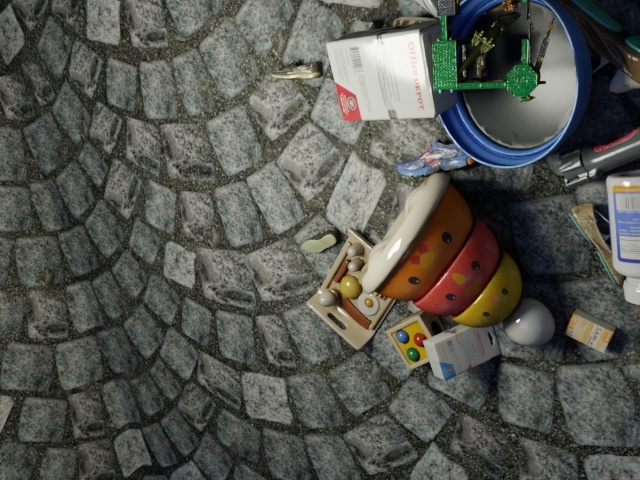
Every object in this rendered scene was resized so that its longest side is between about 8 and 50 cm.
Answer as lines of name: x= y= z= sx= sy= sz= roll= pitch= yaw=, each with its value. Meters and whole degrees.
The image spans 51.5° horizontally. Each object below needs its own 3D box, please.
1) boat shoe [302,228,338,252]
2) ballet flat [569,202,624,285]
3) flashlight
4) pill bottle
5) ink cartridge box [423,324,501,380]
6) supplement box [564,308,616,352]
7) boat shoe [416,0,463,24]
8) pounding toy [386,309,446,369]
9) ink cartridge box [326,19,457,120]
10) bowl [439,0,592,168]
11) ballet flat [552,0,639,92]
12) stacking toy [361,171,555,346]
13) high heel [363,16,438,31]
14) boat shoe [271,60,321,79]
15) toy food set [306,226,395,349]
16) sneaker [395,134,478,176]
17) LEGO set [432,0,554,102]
boat shoe: x=0.001 y=0.001 z=1.977 sx=0.133 sy=0.042 sz=0.049 roll=-22 pitch=118 yaw=40
ballet flat: x=0.643 y=0.003 z=1.495 sx=0.067 sy=0.073 sz=0.206 roll=-34 pitch=88 yaw=24
flashlight: x=0.646 y=-0.211 z=1.382 sx=0.304 sy=0.103 sz=0.103 roll=-24 pitch=91 yaw=50
pill bottle: x=0.690 y=-0.009 z=1.392 sx=0.152 sy=0.152 sz=0.272 roll=-2 pitch=102 yaw=36
ink cartridge box: x=0.374 y=0.283 z=1.751 sx=0.061 sy=0.181 sz=0.105 roll=-1 pitch=108 yaw=72
supplement box: x=0.644 y=0.215 z=1.585 sx=0.098 sy=0.036 sz=0.062 roll=27 pitch=120 yaw=26
boat shoe: x=0.234 y=-0.612 z=1.564 sx=0.268 sy=0.096 sz=0.088 roll=50 pitch=159 yaw=-5
pounding toy: x=0.270 y=0.226 z=1.824 sx=0.181 sy=0.094 sz=0.206 roll=-34 pitch=85 yaw=39
ink cartridge box: x=0.168 y=-0.393 z=1.558 sx=0.272 sy=0.114 sz=0.197 roll=8 pitch=122 yaw=42
bowl: x=0.413 y=-0.357 z=1.465 sx=0.391 sy=0.077 sz=0.392 roll=28 pitch=127 yaw=45
ballet flat: x=0.600 y=-0.384 z=1.365 sx=0.342 sy=0.116 sz=0.124 roll=42 pitch=135 yaw=21
stacking toy: x=0.372 y=0.090 z=1.622 sx=0.479 sy=0.351 sz=0.351 roll=33 pitch=124 yaw=1
high heel: x=0.199 y=-0.448 z=1.631 sx=0.261 sy=0.093 sz=0.187 roll=14 pitch=108 yaw=51
boat shoe: x=-0.067 y=-0.475 z=1.854 sx=0.152 sy=0.056 sz=0.049 roll=5 pitch=104 yaw=25
toy food set: x=0.100 y=0.141 z=1.919 sx=0.219 sy=0.092 sz=0.306 roll=41 pitch=126 yaw=18
sneaker: x=0.292 y=-0.210 z=1.678 sx=0.221 sy=0.083 sz=0.087 roll=-9 pitch=87 yaw=32
LEGO set: x=0.344 y=-0.440 z=1.351 sx=0.254 sy=0.192 sz=0.332 roll=-6 pitch=105 yaw=25
